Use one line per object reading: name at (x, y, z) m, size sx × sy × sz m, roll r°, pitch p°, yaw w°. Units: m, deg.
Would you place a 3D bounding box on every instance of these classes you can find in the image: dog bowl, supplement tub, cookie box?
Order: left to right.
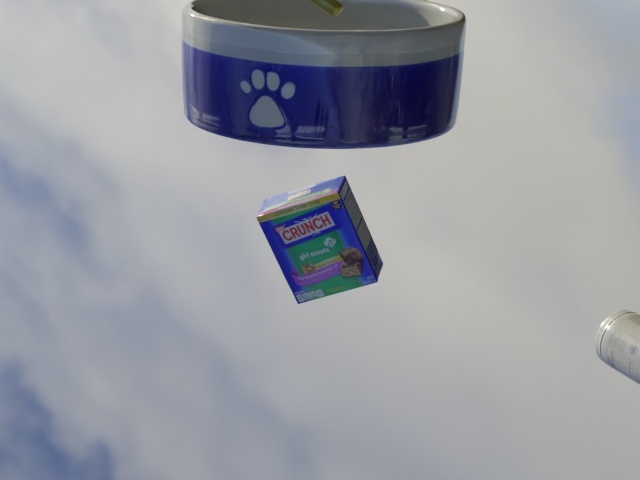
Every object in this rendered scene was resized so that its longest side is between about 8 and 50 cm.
cookie box at (0.000, 0.000, 1.314) m, size 0.040 × 0.091 × 0.107 m, roll -70°, pitch -41°, yaw -59°
dog bowl at (0.002, -0.166, 1.238) m, size 0.264 × 0.104 × 0.265 m, roll 2°, pitch -162°, yaw -1°
supplement tub at (0.367, 0.127, 1.479) m, size 0.071 × 0.071 × 0.107 m, roll 22°, pitch -173°, yaw -34°

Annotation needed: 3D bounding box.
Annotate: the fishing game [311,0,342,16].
fishing game at (-0.008, -0.220, 0.543) m, size 0.189 × 0.264 × 0.041 m, roll 35°, pitch -126°, yaw 19°
